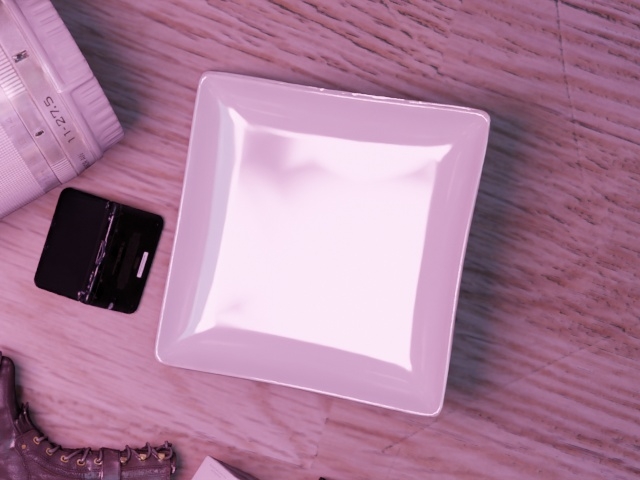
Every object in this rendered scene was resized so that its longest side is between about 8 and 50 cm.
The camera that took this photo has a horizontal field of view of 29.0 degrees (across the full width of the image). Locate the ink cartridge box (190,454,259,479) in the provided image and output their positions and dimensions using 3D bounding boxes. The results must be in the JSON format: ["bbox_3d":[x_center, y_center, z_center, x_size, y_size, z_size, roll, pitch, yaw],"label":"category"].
[{"bbox_3d":[-0.133,0.351,1.430,0.181,0.061,0.104,-57,136,-4],"label":"ink cartridge box"}]

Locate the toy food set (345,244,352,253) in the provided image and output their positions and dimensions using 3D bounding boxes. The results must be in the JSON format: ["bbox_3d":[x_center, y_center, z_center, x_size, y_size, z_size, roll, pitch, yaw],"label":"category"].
[{"bbox_3d":[0.085,0.018,1.457,0.232,0.104,0.111,-34,98,-7],"label":"toy food set"}]

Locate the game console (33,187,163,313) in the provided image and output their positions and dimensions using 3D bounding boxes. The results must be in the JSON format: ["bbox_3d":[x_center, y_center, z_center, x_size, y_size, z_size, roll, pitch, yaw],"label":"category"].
[{"bbox_3d":[-0.257,0.013,1.441,0.107,0.071,0.122,17,90,-41],"label":"game console"}]

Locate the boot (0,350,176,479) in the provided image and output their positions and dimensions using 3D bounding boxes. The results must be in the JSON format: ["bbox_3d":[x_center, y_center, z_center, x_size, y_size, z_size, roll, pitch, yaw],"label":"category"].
[{"bbox_3d":[-0.280,0.250,1.420,0.229,0.091,0.263,-1,97,-16],"label":"boot"}]

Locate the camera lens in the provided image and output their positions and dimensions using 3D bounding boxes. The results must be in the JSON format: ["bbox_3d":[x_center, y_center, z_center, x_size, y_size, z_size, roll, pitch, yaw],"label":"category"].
[{"bbox_3d":[-0.374,-0.128,1.307,0.274,0.219,0.219,-31,98,-8],"label":"camera lens"}]

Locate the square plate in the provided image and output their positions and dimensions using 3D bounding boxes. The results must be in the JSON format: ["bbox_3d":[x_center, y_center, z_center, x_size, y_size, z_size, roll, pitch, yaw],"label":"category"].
[{"bbox_3d":[0.000,0.000,1.418,0.344,0.049,0.347,10,91,12],"label":"square plate"}]

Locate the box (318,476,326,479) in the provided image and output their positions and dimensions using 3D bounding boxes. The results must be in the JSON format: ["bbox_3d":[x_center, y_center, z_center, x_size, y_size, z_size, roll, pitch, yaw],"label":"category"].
[{"bbox_3d":[0.063,0.420,1.455,0.247,0.142,0.163,37,85,-11],"label":"box"}]
